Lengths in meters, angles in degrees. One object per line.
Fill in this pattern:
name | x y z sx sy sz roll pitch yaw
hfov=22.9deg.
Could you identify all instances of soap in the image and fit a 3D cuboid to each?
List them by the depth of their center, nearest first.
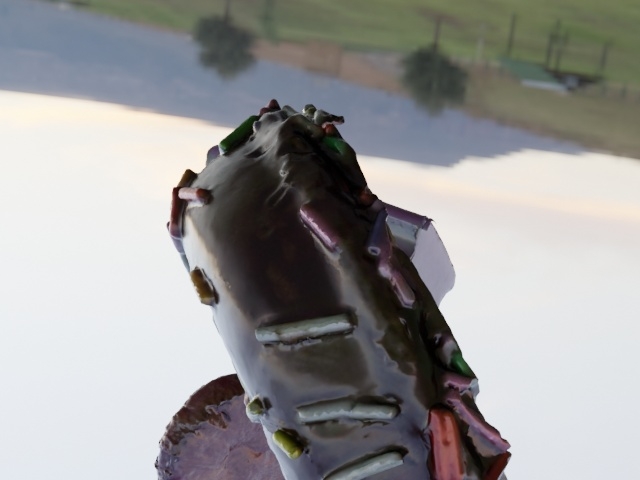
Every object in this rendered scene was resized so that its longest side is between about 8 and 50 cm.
soap | 0.000 0.000 1.266 0.203 0.065 0.122 21 161 25

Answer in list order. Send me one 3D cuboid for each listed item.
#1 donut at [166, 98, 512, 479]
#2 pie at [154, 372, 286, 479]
donut | 0.011 0.064 0.759 0.103 0.270 0.270 -27 -168 -3
pie | -0.071 0.171 1.322 0.154 0.154 0.036 0 -152 -42
